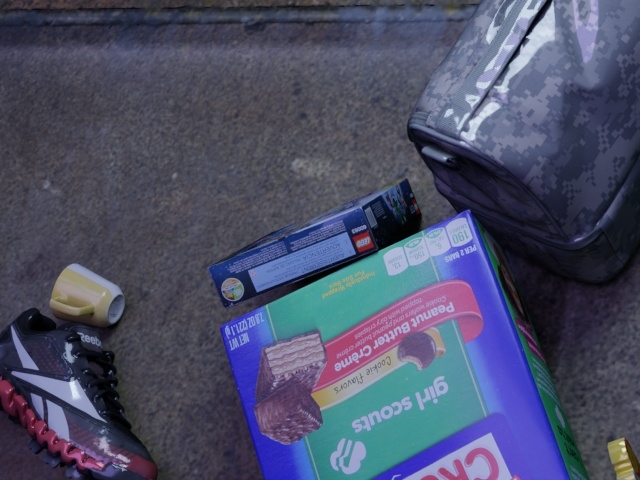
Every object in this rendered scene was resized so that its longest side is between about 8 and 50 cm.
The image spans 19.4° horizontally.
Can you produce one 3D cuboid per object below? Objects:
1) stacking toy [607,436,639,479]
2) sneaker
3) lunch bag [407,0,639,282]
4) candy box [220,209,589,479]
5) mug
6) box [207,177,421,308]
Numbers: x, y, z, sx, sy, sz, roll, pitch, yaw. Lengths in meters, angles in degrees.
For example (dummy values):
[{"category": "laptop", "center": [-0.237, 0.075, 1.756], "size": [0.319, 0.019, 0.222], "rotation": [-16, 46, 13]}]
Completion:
[{"category": "stacking toy", "center": [0.228, 0.303, 1.659], "size": [0.167, 0.052, 0.221], "rotation": [-22, 59, 15]}, {"category": "sneaker", "center": [-0.251, 0.162, 1.927], "size": [0.276, 0.097, 0.135], "rotation": [34, 86, 35]}, {"category": "lunch bag", "center": [0.228, -0.153, 1.753], "size": [0.212, 0.256, 0.305], "rotation": [29, 80, 33]}, {"category": "candy box", "center": [0.082, 0.176, 1.676], "size": [0.268, 0.122, 0.317], "rotation": [-26, 64, 15]}, {"category": "mug", "center": [-0.248, 0.068, 1.992], "size": [0.064, 0.062, 0.078], "rotation": [19, 49, 22]}, {"category": "box", "center": [0.000, 0.000, 1.814], "size": [0.159, 0.233, 0.044], "rotation": [-22, 93, 16]}]
